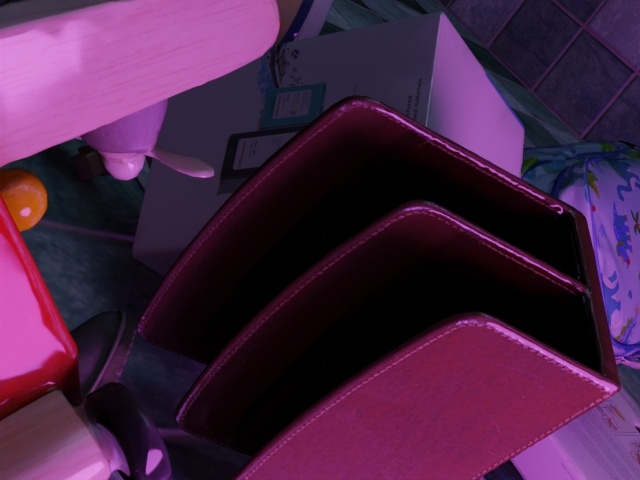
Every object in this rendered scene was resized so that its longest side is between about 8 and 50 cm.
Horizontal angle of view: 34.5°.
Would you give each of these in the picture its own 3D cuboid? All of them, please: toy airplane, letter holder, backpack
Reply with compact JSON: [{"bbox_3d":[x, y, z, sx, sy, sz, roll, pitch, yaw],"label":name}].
[{"bbox_3d":[-0.236,-0.035,0.522,0.386,0.384,0.272,23,2,-39],"label":"toy airplane"},{"bbox_3d":[0.010,0.074,0.709,0.214,0.302,0.152,27,42,-23],"label":"letter holder"},{"bbox_3d":[0.262,0.019,1.130,0.355,0.290,0.273,0,-1,-37],"label":"backpack"}]

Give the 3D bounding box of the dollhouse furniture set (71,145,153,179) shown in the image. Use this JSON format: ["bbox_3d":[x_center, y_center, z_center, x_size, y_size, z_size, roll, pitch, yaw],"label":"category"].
[{"bbox_3d":[-0.162,-0.069,1.046,0.101,0.161,0.182,-40,121,-48],"label":"dollhouse furniture set"}]

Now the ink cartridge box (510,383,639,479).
[{"bbox_3d":[0.325,0.258,1.177,0.261,0.066,0.296,15,31,-43],"label":"ink cartridge box"}]

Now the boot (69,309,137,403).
[{"bbox_3d":[-0.241,0.065,0.715,0.208,0.076,0.189,26,21,-9],"label":"boot"}]

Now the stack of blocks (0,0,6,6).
[{"bbox_3d":[-0.447,-0.306,0.990,0.297,0.171,0.087,18,29,-39],"label":"stack of blocks"}]

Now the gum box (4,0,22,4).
[{"bbox_3d":[-0.312,-0.241,1.082,0.041,0.157,0.184,23,26,-34],"label":"gum box"}]

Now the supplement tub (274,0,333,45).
[{"bbox_3d":[-0.162,-0.379,1.493,0.316,0.228,0.228,27,24,-23],"label":"supplement tub"}]

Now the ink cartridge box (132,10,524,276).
[{"bbox_3d":[0.013,-0.046,0.908,0.198,0.270,0.197,38,54,-51],"label":"ink cartridge box"}]
